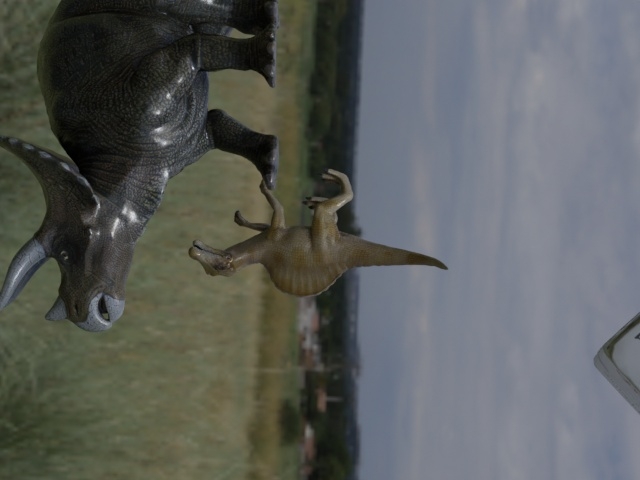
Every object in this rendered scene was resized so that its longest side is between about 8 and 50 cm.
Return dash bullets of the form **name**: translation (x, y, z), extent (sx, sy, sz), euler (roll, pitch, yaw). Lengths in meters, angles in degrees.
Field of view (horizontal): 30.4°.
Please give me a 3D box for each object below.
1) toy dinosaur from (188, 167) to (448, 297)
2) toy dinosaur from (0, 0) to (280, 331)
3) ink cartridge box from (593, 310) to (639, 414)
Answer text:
- **toy dinosaur**: translation (0.000, 0.000, 0.856), extent (0.053, 0.183, 0.092), euler (82, 9, -60)
- **toy dinosaur**: translation (-0.104, -0.106, 0.686), extent (0.121, 0.160, 0.313), euler (91, -3, -55)
- **ink cartridge box**: translation (0.246, 0.098, 0.732), extent (0.139, 0.082, 0.191), euler (49, 1, 13)
